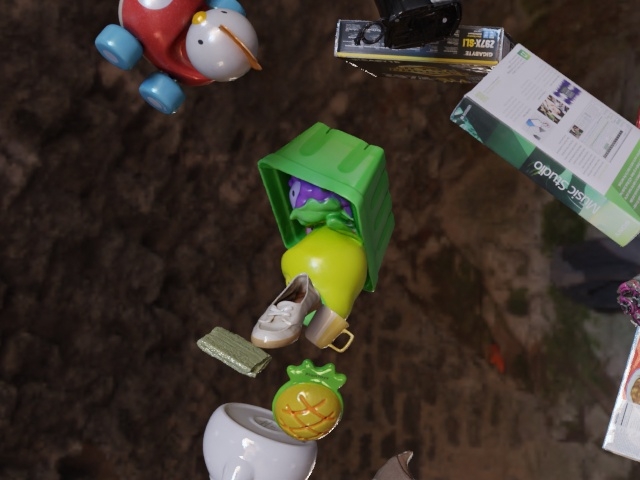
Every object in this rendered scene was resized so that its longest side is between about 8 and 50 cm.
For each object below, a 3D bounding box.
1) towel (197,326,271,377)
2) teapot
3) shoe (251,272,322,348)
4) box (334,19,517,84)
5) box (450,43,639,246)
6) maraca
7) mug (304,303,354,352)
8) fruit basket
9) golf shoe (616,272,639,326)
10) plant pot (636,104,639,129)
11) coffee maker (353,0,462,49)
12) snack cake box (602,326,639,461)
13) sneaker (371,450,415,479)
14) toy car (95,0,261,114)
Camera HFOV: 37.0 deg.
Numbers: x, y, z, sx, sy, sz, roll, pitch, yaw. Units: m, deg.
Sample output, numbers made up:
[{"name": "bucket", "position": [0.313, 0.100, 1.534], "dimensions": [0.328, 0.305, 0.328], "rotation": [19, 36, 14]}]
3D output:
[{"name": "towel", "position": [-0.184, 0.239, 2.052], "dimensions": [0.027, 0.148, 0.110], "rotation": [-66, -12, 20]}, {"name": "teapot", "position": [-0.138, 0.459, 1.962], "dimensions": [0.252, 0.256, 0.187], "rotation": [28, 99, 56]}, {"name": "shoe", "position": [-0.057, 0.112, 1.533], "dimensions": [0.219, 0.076, 0.058], "rotation": [-44, -48, -65]}, {"name": "box", "position": [0.221, -0.364, 1.872], "dimensions": [0.257, 0.322, 0.079], "rotation": [-5, -78, -69]}, {"name": "box", "position": [0.381, -0.155, 1.472], "dimensions": [0.232, 0.322, 0.058], "rotation": [-44, -12, -46]}, {"name": "maraca", "position": [-0.019, 0.284, 1.702], "dimensions": [0.099, 0.127, 0.185], "rotation": [-92, 13, -55]}, {"name": "mug", "position": [0.011, 0.154, 1.642], "dimensions": [0.064, 0.078, 0.062], "rotation": [-52, -45, -7]}, {"name": "fruit basket", "position": [0.000, 0.000, 1.985], "dimensions": [0.392, 0.283, 0.392], "rotation": [-46, -29, -36]}, {"name": "golf shoe", "position": [0.483, 0.124, 1.295], "dimensions": [0.186, 0.086, 0.067], "rotation": [63, 154, 5]}, {"name": "plant pot", "position": [0.724, -0.201, 1.907], "dimensions": [0.191, 0.191, 0.174], "rotation": [79, -153, -43]}, {"name": "coffee maker", "position": [0.120, -0.404, 1.512], "dimensions": [0.120, 0.171, 0.178], "rotation": [-53, 48, 48]}, {"name": "snack cake box", "position": [0.684, 0.322, 1.945], "dimensions": [0.264, 0.152, 0.089], "rotation": [-71, -21, -7]}, {"name": "sneaker", "position": [0.142, 0.311, 1.057], "dimensions": [0.071, 0.188, 0.066], "rotation": [-48, -9, -15]}, {"name": "toy car", "position": [-0.185, -0.326, 1.502], "dimensions": [0.219, 0.238, 0.210], "rotation": [-55, -48, -15]}]
